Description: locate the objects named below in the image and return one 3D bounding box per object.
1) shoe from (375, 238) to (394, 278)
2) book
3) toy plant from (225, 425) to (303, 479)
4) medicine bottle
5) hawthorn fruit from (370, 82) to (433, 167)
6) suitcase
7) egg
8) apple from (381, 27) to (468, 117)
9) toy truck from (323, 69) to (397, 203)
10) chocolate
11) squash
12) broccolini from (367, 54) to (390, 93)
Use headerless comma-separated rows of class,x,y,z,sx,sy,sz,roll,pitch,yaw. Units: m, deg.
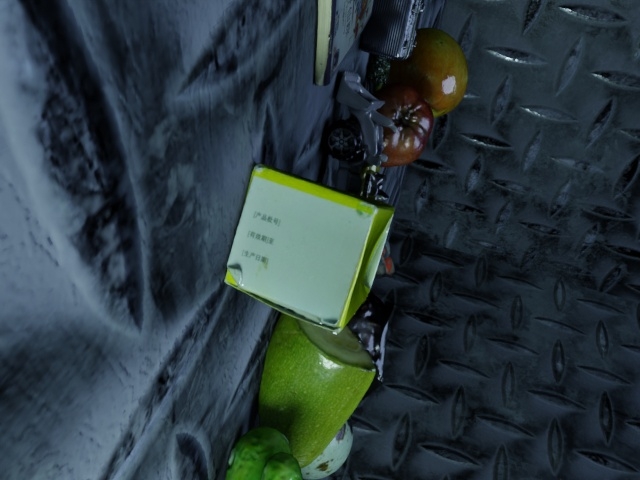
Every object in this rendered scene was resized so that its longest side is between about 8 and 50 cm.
shoe,0.067,-0.007,1.043,0.336,0.132,0.171,6,79,-69
book,0.043,-0.323,0.672,0.157,0.026,0.231,94,16,-51
toy plant,-0.093,0.440,0.782,0.224,0.184,0.316,179,-79,-73
medicine bottle,0.000,0.000,0.633,0.250,0.137,0.141,-16,122,-77
hawthorn fruit,0.128,-0.213,1.038,0.203,0.162,0.163,149,-40,-77
suitcase,0.114,-0.354,0.839,0.059,0.086,0.126,-33,141,-51
egg,-0.022,0.369,1.030,0.231,0.169,0.169,77,30,-49
apple,0.225,-0.362,1.143,0.196,0.195,0.196,16,90,-80
toy truck,0.062,-0.120,0.846,0.136,0.111,0.286,-43,142,-68
chocolate,-0.004,0.183,1.017,0.177,0.206,0.224,11,84,-36
squash,-0.049,0.236,0.871,0.111,0.203,0.289,-6,139,-41
broccolini,0.124,-0.299,1.077,0.071,0.058,0.254,-28,156,-6
